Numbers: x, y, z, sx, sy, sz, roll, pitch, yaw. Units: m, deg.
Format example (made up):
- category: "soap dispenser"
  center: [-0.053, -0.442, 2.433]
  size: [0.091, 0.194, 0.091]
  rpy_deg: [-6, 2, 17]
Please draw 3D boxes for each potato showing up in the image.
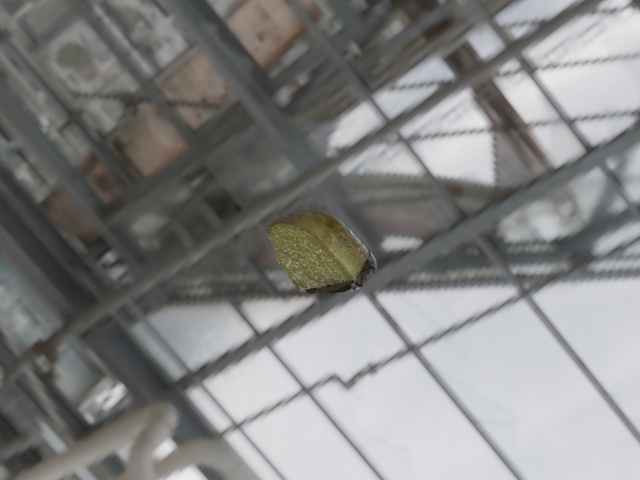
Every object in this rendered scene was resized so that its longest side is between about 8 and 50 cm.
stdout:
- category: "potato"
  center: [0.000, 0.000, 1.688]
  size: [0.096, 0.103, 0.066]
  rpy_deg: [-7, -143, 41]
